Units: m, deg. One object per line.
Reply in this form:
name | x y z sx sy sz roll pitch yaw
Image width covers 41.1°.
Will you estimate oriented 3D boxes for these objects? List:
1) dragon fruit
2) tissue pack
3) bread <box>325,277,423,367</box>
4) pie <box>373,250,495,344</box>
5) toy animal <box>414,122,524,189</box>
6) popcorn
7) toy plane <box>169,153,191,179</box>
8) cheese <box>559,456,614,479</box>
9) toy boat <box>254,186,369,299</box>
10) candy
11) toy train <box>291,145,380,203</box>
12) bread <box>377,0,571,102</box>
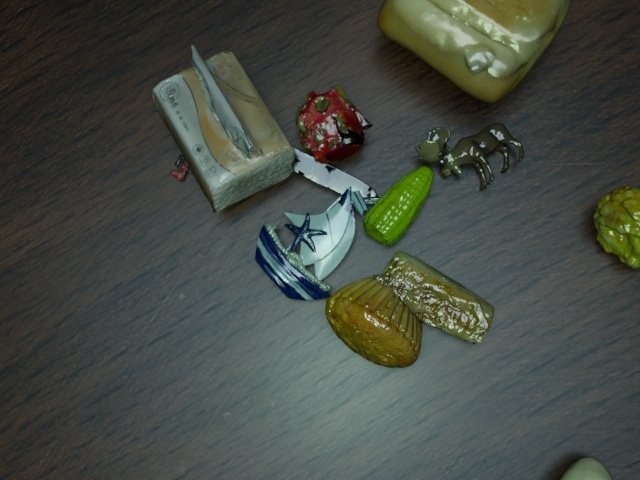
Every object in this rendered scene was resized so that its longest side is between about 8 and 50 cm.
dragon fruit | 0.027 -0.272 1.951 0.166 0.160 0.172 -16 72 -5
tissue pack | -0.220 -0.263 1.893 0.238 0.238 0.305 -30 70 -1
bread | 0.122 0.179 1.854 0.240 0.240 0.139 34 75 7
pie | 0.255 0.129 1.930 0.282 0.068 0.129 31 73 8
toy animal | 0.340 -0.206 1.969 0.214 0.094 0.186 -35 87 -9
popcorn | 0.699 -0.035 1.880 0.197 0.197 0.155 43 68 7
toy plane | -0.302 -0.206 2.020 0.060 0.037 0.145 27 83 10
cheese | 0.489 0.655 1.817 0.328 0.129 0.351 -8 83 1
toy boat | -0.030 -0.008 1.957 0.210 0.070 0.292 23 89 2
candy | 0.187 -0.086 1.951 0.096 0.097 0.209 38 83 7
toy train | 0.026 -0.146 1.992 0.252 0.048 0.055 27 95 0
bread | 0.338 -0.513 1.920 0.376 0.253 0.348 35 80 5
